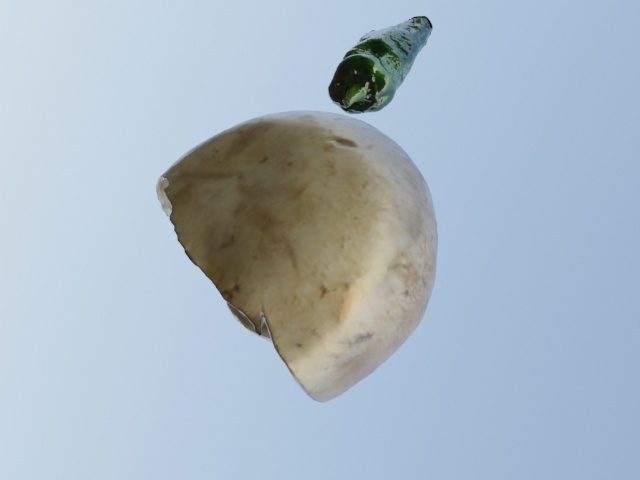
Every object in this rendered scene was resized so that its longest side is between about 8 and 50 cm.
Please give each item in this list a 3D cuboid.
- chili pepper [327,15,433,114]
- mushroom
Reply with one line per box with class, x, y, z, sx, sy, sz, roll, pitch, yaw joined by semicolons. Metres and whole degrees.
chili pepper;0.088;-0.280;1.407;0.136;0.099;0.270;-2;-152;25
mushroom;0.000;0.000;0.695;0.189;0.195;0.254;-35;-134;-3
